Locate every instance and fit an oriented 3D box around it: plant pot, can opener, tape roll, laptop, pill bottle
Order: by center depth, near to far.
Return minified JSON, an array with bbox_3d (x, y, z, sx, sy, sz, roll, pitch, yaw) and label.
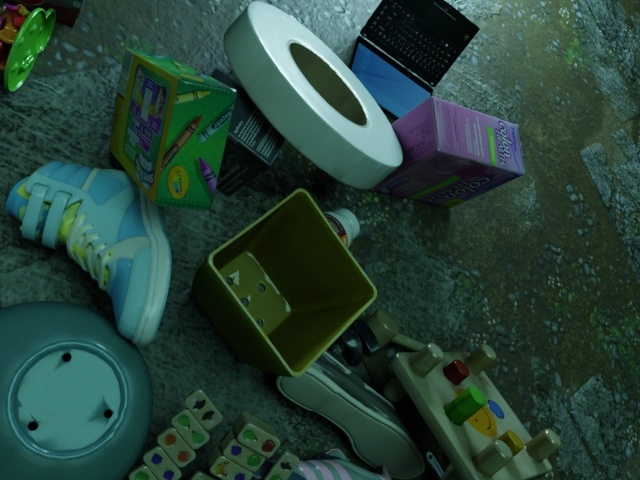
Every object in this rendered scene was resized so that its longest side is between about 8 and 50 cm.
[{"bbox_3d":[-0.329,0.202,0.770,0.290,0.195,0.290,13,67,-31],"label":"plant pot"},{"bbox_3d":[-0.081,0.081,0.989,0.212,0.187,0.212,-40,98,-38],"label":"plant pot"},{"bbox_3d":[0.023,0.139,1.093,0.073,0.059,0.186,-12,51,-42],"label":"can opener"},{"bbox_3d":[-0.005,-0.262,1.124,0.392,0.072,0.392,38,26,-23],"label":"tape roll"},{"bbox_3d":[0.000,0.000,1.136,0.152,0.086,0.086,-34,94,-37],"label":"pill bottle"},{"bbox_3d":[0.209,-0.412,1.393,0.234,0.264,0.137,28,23,-24],"label":"laptop"}]

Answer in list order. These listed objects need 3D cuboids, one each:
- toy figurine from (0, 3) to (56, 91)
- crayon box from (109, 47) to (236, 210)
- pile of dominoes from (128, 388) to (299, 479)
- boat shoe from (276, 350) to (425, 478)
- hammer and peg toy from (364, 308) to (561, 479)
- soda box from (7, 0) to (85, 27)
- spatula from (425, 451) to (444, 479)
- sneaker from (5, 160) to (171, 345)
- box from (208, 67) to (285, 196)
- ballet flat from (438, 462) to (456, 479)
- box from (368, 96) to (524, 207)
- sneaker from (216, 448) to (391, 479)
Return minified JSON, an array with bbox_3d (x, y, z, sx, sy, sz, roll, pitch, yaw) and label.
[{"bbox_3d":[-0.495,-0.321,0.907,0.159,0.130,0.173,24,39,-15],"label":"toy figurine"},{"bbox_3d":[-0.223,-0.167,0.896,0.081,0.278,0.165,4,110,-33],"label":"crayon box"},{"bbox_3d":[-0.161,0.347,0.847,0.196,0.040,0.251,37,90,-20],"label":"pile of dominoes"},{"bbox_3d":[0.064,0.282,1.066,0.335,0.112,0.095,43,32,-20],"label":"boat shoe"},{"bbox_3d":[0.237,0.256,1.088,0.266,0.127,0.361,12,37,-46],"label":"hammer and peg toy"},{"bbox_3d":[-0.489,-0.431,0.947,0.263,0.092,0.084,18,65,-29],"label":"soda box"},{"bbox_3d":[0.303,0.476,1.220,0.168,0.019,0.242,-35,95,-37],"label":"spatula"},{"bbox_3d":[-0.319,0.009,0.850,0.208,0.127,0.319,9,35,-27],"label":"sneaker"},{"bbox_3d":[-0.162,-0.174,1.042,0.158,0.156,0.093,37,58,-18],"label":"box"},{"bbox_3d":[0.226,0.493,1.089,0.348,0.123,0.123,-42,99,-33],"label":"ballet flat"},{"bbox_3d":[0.251,-0.170,1.289,0.242,0.213,0.117,8,69,-33],"label":"box"},{"bbox_3d":[-0.016,0.388,0.997,0.319,0.112,0.131,27,33,-20],"label":"sneaker"}]
